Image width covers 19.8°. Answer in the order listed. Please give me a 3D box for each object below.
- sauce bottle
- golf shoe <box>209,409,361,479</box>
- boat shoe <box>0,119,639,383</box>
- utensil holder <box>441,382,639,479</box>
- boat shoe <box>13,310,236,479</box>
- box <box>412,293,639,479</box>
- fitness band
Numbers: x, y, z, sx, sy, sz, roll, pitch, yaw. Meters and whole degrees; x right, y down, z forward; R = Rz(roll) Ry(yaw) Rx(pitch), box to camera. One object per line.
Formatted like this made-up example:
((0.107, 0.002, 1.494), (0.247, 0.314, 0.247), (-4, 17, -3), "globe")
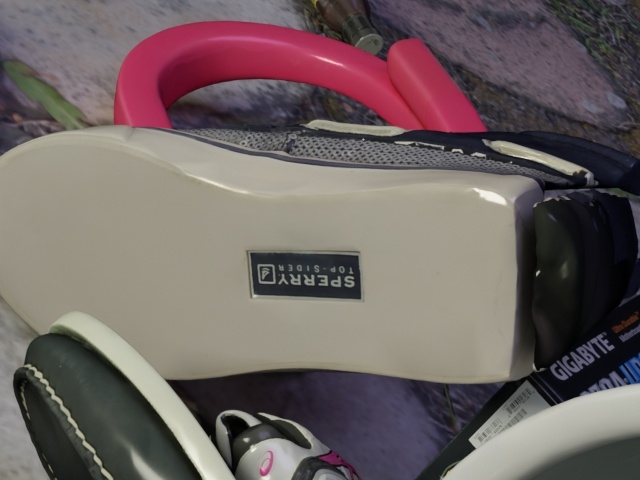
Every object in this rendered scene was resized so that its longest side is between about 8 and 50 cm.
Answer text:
((0.014, -0.193, 1.444), (0.042, 0.042, 0.128), (11, 37, -41), "sauce bottle")
((-0.016, 0.111, 0.840), (0.086, 0.067, 0.186), (62, -9, -1), "golf shoe")
((0.000, 0.000, 0.916), (0.340, 0.127, 0.158), (9, 15, 31), "boat shoe")
((0.252, 0.220, 0.813), (0.385, 0.327, 0.327), (4, 43, -51), "utensil holder")
((-0.060, 0.179, 0.728), (0.113, 0.127, 0.340), (-26, 68, -19), "boat shoe")
((0.113, 0.111, 0.959), (0.051, 0.175, 0.220), (47, 30, 13), "box")
((-0.012, -0.054, 1.096), (0.209, 0.054, 0.291), (-8, 35, -15), "fitness band")
